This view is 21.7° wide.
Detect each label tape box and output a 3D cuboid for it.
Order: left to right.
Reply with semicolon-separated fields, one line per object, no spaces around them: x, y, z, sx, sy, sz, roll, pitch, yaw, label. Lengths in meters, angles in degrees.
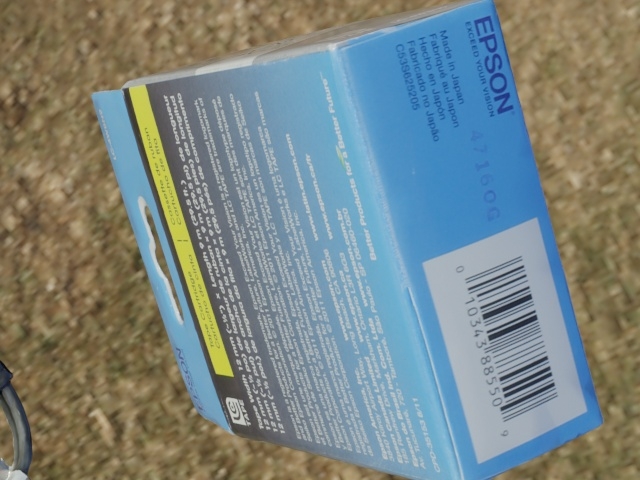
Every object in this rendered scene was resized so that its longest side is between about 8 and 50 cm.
0.000;0.000;1.026;0.115;0.348;0.249;-21;100;-26;label tape box

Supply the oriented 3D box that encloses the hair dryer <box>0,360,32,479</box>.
-0.119;0.151;0.505;0.293;0.080;0.223;51;57;-17;hair dryer
